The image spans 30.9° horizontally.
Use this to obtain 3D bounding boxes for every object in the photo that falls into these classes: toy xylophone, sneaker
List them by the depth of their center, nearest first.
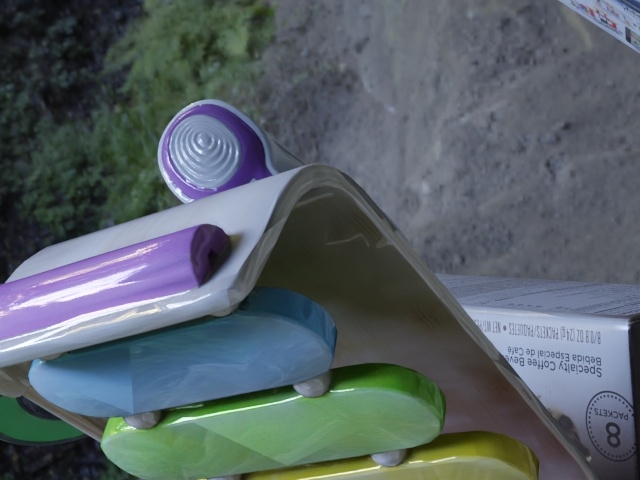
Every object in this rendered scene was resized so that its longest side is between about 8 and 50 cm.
[{"bbox_3d":[-0.010,0.091,0.470,0.236,0.322,0.081,-22,42,35],"label":"toy xylophone"},{"bbox_3d":[0.000,0.000,0.962,0.114,0.152,0.305,-45,67,6],"label":"sneaker"}]

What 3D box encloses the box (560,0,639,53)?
[{"bbox_3d":[0.194,-0.194,0.838,0.207,0.114,0.036,40,95,23],"label":"box"}]

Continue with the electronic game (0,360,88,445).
[{"bbox_3d":[-0.167,0.079,0.909,0.229,0.229,0.048,-28,59,-18],"label":"electronic game"}]

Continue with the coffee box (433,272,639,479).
[{"bbox_3d":[0.120,0.111,0.687,0.119,0.168,0.297,-6,4,-32],"label":"coffee box"}]
